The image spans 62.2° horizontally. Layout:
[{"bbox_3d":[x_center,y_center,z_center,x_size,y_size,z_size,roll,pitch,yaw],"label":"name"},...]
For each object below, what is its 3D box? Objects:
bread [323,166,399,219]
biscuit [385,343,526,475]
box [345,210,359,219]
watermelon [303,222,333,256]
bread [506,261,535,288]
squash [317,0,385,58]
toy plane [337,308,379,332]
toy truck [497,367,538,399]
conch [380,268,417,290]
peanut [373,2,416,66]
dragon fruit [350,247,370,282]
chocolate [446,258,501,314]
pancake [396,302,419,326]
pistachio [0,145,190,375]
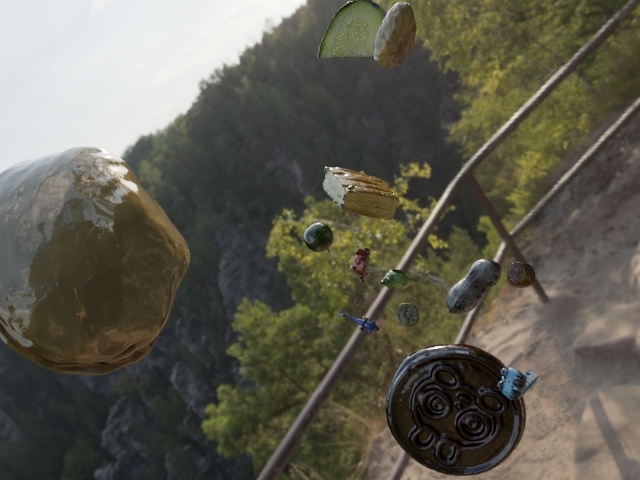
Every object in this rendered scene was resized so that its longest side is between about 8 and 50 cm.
[{"bbox_3d":[0.145,-0.179,2.002,0.239,0.245,0.111,-123,48,-58],"label":"bread"},{"bbox_3d":[0.393,0.504,1.564,0.407,0.408,0.091,-33,0,16],"label":"biscuit"},{"bbox_3d":[0.136,-0.183,2.312,0.111,0.156,0.060,-42,6,25],"label":"box"},{"bbox_3d":[-0.002,-0.006,1.753,0.109,0.109,0.109,-34,13,9],"label":"watermelon"},{"bbox_3d":[0.610,0.104,1.615,0.085,0.085,0.053,-38,-17,-10],"label":"bread"},{"bbox_3d":[0.114,-0.737,1.847,0.236,0.155,0.204,3,35,5],"label":"squash"},{"bbox_3d":[0.147,0.309,2.020,0.062,0.167,0.054,30,-98,-82],"label":"toy plane"},{"bbox_3d":[0.471,0.335,1.257,0.089,0.073,0.056,-1,20,-30],"label":"toy truck"},{"bbox_3d":[0.319,0.159,2.185,0.200,0.095,0.080,-5,-42,-53],"label":"conch"},{"bbox_3d":[0.243,-0.647,1.693,0.233,0.110,0.197,-48,-19,-72],"label":"peanut"},{"bbox_3d":[0.154,0.089,2.063,0.067,0.127,0.112,10,18,13],"label":"dragon fruit"},{"bbox_3d":[0.541,0.163,1.880,0.248,0.110,0.110,-49,14,-6],"label":"chocolate"},{"bbox_3d":[0.374,0.319,2.274,0.108,0.108,0.017,-30,-4,27],"label":"pancake"},{"bbox_3d":[-0.405,0.020,0.928,0.281,0.365,0.446,-47,49,33],"label":"pistachio"}]
